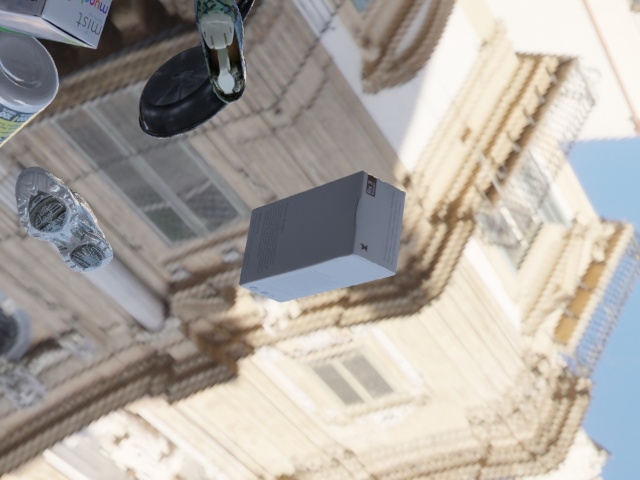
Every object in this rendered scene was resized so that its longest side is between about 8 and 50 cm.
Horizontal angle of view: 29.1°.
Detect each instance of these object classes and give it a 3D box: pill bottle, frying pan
[{"bbox_3d":[-0.684,-0.265,2.434,0.334,0.188,0.188,-33,-139,35],"label":"pill bottle"},{"bbox_3d":[-0.166,-0.287,1.944,0.197,0.053,0.326,22,-114,47],"label":"frying pan"}]

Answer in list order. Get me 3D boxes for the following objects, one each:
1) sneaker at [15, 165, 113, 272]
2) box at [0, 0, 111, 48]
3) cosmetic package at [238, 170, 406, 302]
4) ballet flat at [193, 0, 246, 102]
[{"bbox_3d":[-0.414,-0.049,1.931,0.090,0.232,0.115,-26,-130,1],"label":"sneaker"},{"bbox_3d":[-0.385,-0.387,1.571,0.261,0.126,0.231,13,-95,28],"label":"box"},{"bbox_3d":[0.000,0.000,1.582,0.231,0.085,0.117,-14,-120,47],"label":"cosmetic package"},{"bbox_3d":[-0.140,-0.278,1.773,0.070,0.188,0.070,-7,-138,7],"label":"ballet flat"}]
